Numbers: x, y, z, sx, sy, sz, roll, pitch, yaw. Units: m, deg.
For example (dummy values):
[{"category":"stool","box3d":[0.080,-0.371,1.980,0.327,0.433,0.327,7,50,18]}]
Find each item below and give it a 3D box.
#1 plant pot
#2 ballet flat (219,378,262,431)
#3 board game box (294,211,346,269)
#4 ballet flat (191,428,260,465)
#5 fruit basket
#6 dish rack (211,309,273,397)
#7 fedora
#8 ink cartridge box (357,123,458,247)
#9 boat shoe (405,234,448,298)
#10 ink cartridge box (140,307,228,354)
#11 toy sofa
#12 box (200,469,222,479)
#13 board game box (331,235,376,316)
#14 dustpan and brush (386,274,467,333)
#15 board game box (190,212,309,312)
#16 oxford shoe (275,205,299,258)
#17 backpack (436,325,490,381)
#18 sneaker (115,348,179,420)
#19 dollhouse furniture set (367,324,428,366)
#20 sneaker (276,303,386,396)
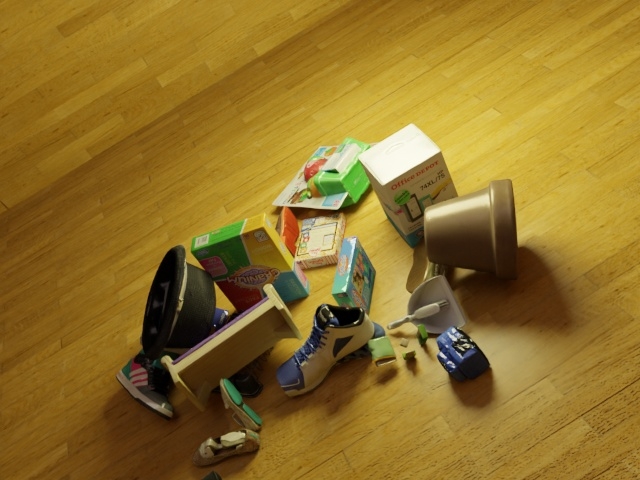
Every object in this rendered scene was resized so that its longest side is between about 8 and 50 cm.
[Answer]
[{"category":"plant pot","box3d":[0.395,-0.020,1.756,0.229,0.263,0.263,-5,44,15]},{"category":"ballet flat","box3d":[-0.223,0.442,1.767,0.052,0.168,0.057,-38,3,12]},{"category":"board game box","box3d":[0.000,0.000,2.184,0.147,0.045,0.193,-11,43,23]},{"category":"ballet flat","box3d":[-0.258,0.535,1.752,0.206,0.067,0.073,-22,40,12]},{"category":"fruit basket","box3d":[0.022,-0.240,2.340,0.353,0.165,0.327,12,55,44]},{"category":"dish rack","box3d":[-0.229,0.321,1.967,0.208,0.074,0.271,-1,46,30]},{"category":"fedora","box3d":[-0.393,0.187,1.912,0.334,0.152,0.334,-41,39,46]},{"category":"ink cartridge box","box3d":[0.274,-0.164,2.006,0.198,0.270,0.197,-31,39,0]},{"category":"boat shoe","box3d":[0.320,0.062,1.895,0.104,0.089,0.285,-28,27,48]},{"category":"ink cartridge box","box3d":[-0.414,0.255,2.064,0.224,0.045,0.223,15,41,-3]},{"category":"toy sofa","box3d":[-0.248,0.279,1.843,0.362,0.150,0.177,-35,40,-7]},{"category":"box","box3d":[-0.294,0.679,1.597,0.191,0.045,0.184,-36,41,-7]},{"category":"board game box","box3d":[0.098,0.118,1.903,0.047,0.160,0.210,-10,42,24]},{"category":"dustpan and brush","box3d":[0.264,0.194,1.770,0.060,0.147,0.211,-22,-6,-46]},{"category":"board game box","box3d":[-0.205,0.080,2.012,0.242,0.316,0.064,-19,41,15]},{"category":"oxford shoe","box3d":[-0.136,-0.015,2.253,0.098,0.097,0.271,-26,34,23]},{"category":"backpack","box3d":[0.335,0.273,1.633,0.101,0.098,0.120,-36,39,0]},{"category":"sneaker","box3d":[-0.483,0.404,2.003,0.295,0.124,0.178,24,72,47]},{"category":"dollhouse furniture set","box3d":[0.200,0.268,1.724,0.152,0.058,0.076,-15,62,-5]},{"category":"sneaker","box3d":[0.005,0.264,1.786,0.315,0.182,0.127,-30,37,0]}]
